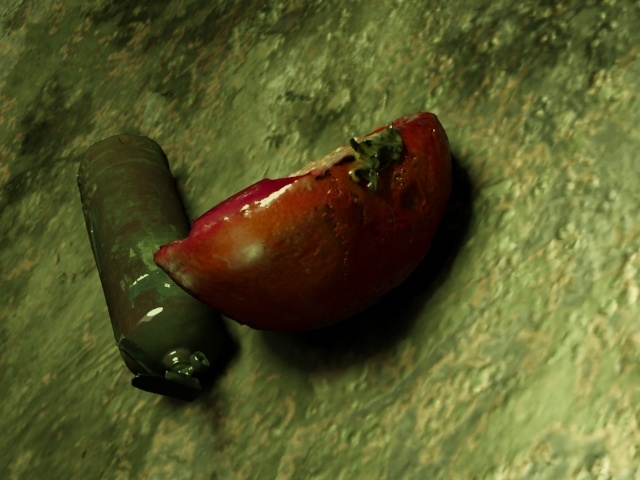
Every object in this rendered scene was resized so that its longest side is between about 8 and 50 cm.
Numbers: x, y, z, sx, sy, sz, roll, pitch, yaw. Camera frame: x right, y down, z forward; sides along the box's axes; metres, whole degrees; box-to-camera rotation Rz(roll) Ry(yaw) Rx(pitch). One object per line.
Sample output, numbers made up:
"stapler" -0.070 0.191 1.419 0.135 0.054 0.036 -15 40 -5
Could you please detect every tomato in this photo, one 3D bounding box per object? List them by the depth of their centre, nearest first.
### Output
"tomato" 0.000 0.000 0.925 0.189 0.099 0.173 -29 2 -40

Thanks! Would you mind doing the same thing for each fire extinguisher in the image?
"fire extinguisher" -0.121 0.022 1.025 0.072 0.089 0.268 -42 38 15
